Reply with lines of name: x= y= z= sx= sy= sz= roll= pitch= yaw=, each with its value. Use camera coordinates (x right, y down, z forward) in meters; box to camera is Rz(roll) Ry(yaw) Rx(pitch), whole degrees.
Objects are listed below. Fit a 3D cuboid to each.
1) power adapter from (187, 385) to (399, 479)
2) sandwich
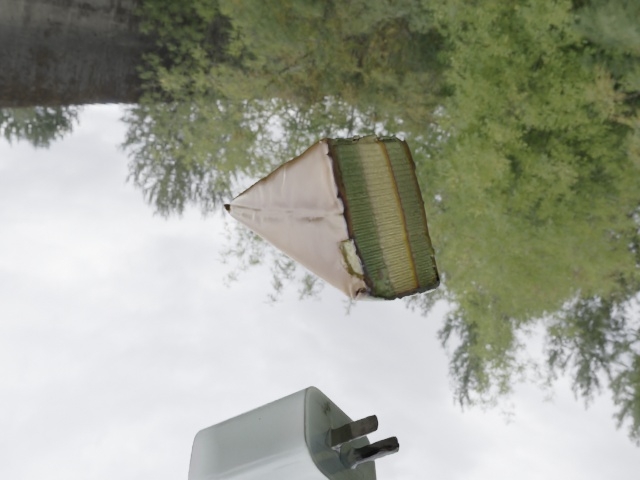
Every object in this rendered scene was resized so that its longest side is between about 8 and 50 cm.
power adapter: x=-0.021 y=0.297 z=0.808 sx=0.255 sy=0.187 sz=0.124 roll=-25 pitch=-142 yaw=20
sandwich: x=0.000 y=0.000 z=0.465 sx=0.079 sy=0.114 sz=0.163 roll=-8 pitch=172 yaw=-37
